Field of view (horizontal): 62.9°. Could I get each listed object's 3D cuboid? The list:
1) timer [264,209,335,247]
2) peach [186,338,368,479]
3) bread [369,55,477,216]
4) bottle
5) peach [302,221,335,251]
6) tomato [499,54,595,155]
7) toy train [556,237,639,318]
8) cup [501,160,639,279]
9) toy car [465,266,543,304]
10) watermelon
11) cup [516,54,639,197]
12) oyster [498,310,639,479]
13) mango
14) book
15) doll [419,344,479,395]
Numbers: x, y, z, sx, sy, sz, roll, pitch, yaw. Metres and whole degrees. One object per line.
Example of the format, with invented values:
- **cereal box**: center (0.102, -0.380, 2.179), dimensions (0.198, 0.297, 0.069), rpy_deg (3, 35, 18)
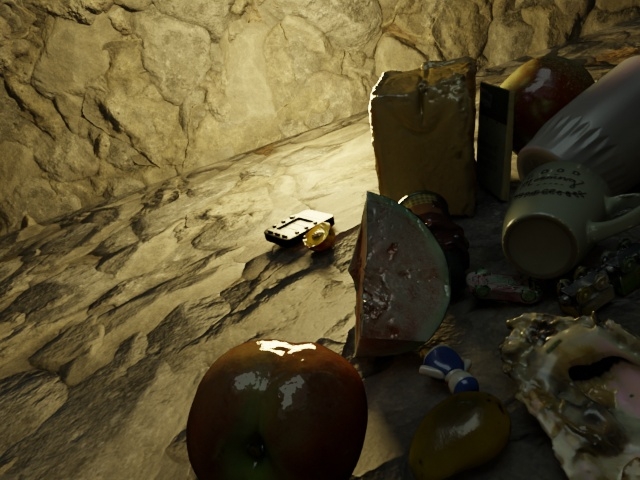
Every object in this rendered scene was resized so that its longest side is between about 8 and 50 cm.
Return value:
- **timer**: center (-0.063, -0.033, 1.566), dimensions (0.187, 0.055, 0.144), rpy_deg (-29, 28, -31)
- **peach**: center (-0.056, 0.255, 0.744), dimensions (0.252, 0.252, 0.252), rpy_deg (-15, 24, 7)
- **bread**: center (0.298, -0.283, 1.466), dimensions (0.279, 0.390, 0.371), rpy_deg (-1, 27, 16)
- **bottle**: center (0.241, 0.006, 1.143), dimensions (0.156, 0.143, 0.271), rpy_deg (0, 38, -5)
- **peach**: center (0.001, 0.000, 1.439), dimensions (0.098, 0.061, 0.098), rpy_deg (-31, 32, 21)
- **tomato**: center (0.607, -0.361, 1.472), dimensions (0.239, 0.304, 0.303), rpy_deg (23, 30, -1)
- **toy train**: center (0.508, 0.070, 0.931), dimensions (0.202, 0.081, 0.060), rpy_deg (-31, 26, -10)
- **cup**: center (0.481, -0.037, 0.997), dimensions (0.258, 0.186, 0.234), rpy_deg (-7, 19, 36)
- **toy car**: center (0.353, 0.093, 1.011), dimensions (0.142, 0.055, 0.069), rpy_deg (5, 31, 15)
- **watermelon**: center (0.129, 0.063, 1.003), dimensions (0.224, 0.180, 0.305), rpy_deg (-18, 56, 32)
- **cup**: center (0.665, -0.237, 1.220), dimensions (0.371, 0.253, 0.253), rpy_deg (-34, 27, -8)
- **oyster**: center (0.384, 0.213, 0.706), dimensions (0.201, 0.107, 0.355), rpy_deg (-35, 35, 10)
- **mango**: center (0.189, 0.272, 0.725), dimensions (0.161, 0.076, 0.103), rpy_deg (-33, 34, -13)
- **book**: center (0.467, -0.271, 1.415), dimensions (0.026, 0.290, 0.201), rpy_deg (-6, 24, -4)
- **doll**: center (0.213, 0.215, 0.848), dimensions (0.098, 0.058, 0.143), rpy_deg (-4, 21, -19)
